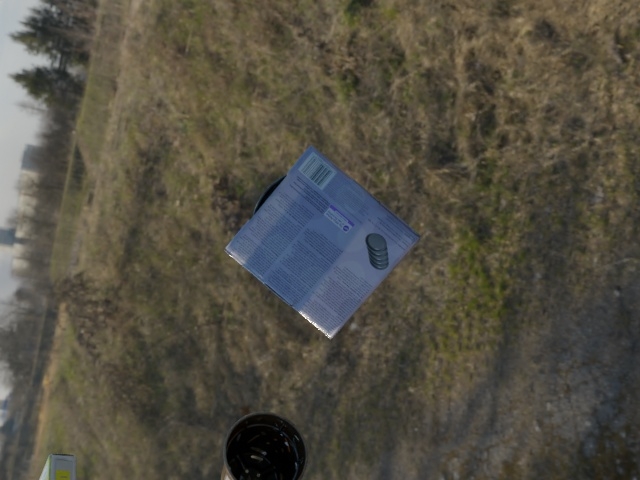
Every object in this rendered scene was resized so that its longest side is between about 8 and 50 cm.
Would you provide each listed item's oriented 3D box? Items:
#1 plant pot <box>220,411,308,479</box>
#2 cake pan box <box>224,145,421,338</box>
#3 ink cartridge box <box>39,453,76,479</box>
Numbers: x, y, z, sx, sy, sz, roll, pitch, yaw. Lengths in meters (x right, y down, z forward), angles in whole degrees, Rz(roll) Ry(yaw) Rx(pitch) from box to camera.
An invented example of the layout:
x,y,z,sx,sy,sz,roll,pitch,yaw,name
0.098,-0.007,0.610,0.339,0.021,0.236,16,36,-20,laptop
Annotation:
x,y,z,sx,sy,sz,roll,pitch,yaw,name
-0.125,0.451,1.480,0.165,0.167,0.167,115,157,-51,plant pot
0.000,0.000,1.319,0.246,0.267,0.070,-51,0,6,cake pan box
-0.550,0.640,1.466,0.303,0.072,0.307,-58,30,31,ink cartridge box
